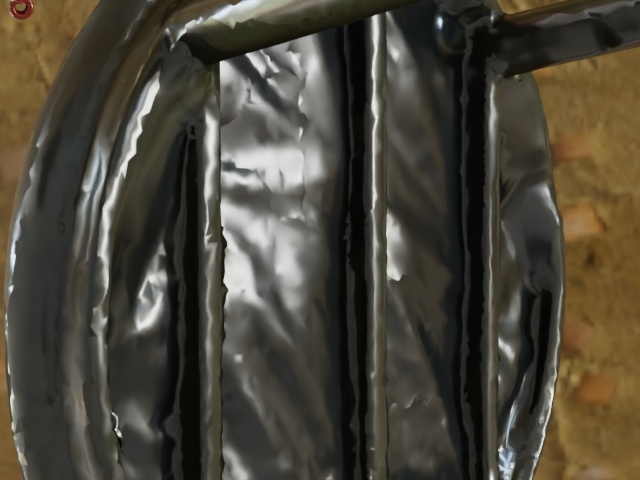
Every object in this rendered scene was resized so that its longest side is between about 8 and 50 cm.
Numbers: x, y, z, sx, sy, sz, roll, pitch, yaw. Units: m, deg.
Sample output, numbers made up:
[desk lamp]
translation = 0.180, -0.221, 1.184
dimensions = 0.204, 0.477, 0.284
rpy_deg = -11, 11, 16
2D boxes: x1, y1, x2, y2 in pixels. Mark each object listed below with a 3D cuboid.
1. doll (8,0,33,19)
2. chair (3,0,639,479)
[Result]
[doll]
translation = -0.199, -0.209, 0.980
dimensions = 0.109, 0.057, 0.169
rpy_deg = -20, -64, -11
[chair]
translation = 0.149, 0.034, 0.512
dimensions = 0.410, 0.362, 0.364
rpy_deg = 4, -81, 38
